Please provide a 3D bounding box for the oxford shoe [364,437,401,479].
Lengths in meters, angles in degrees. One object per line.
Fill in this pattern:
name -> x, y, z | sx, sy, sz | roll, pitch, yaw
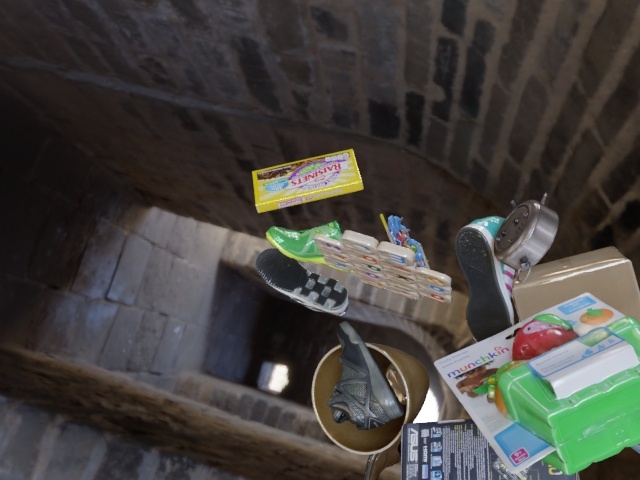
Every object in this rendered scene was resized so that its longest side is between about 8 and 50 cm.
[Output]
oxford shoe -> 0.183, 0.604, 1.853 | 0.083, 0.096, 0.227 | -48, 158, -71

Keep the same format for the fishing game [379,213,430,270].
fishing game -> 0.221, 0.018, 1.608 | 0.264, 0.041, 0.189 | 34, 33, -54

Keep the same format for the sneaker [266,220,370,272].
sneaker -> 0.000, 0.000, 1.767 | 0.109, 0.295, 0.124 | -124, -132, -74

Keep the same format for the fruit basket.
fruit basket -> 0.378, 0.197, 1.076 | 0.353, 0.326, 0.166 | -117, -177, -68

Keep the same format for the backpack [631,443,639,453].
backpack -> 0.967, 0.505, 1.866 | 0.191, 0.253, 0.225 | -44, 160, -39

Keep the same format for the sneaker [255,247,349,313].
sneaker -> -0.059, 0.145, 2.074 | 0.122, 0.330, 0.146 | -53, 158, -17

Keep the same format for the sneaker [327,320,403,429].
sneaker -> 0.055, 0.263, 1.277 | 0.228, 0.130, 0.087 | 63, 4, 36

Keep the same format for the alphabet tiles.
alphabet tiles -> 0.127, 0.054, 1.321 | 0.284, 0.277, 0.021 | 63, 48, -66

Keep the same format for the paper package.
paper package -> 0.716, 0.206, 1.861 | 0.168, 0.324, 0.310 | -50, 122, -75

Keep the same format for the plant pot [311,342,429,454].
plant pot -> 0.148, 0.341, 1.525 | 0.254, 0.237, 0.237 | 5, 102, -57

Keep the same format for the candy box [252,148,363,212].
candy box -> -0.027, -0.116, 1.284 | 0.027, 0.205, 0.105 | 76, 2, -47

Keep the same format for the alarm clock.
alarm clock -> 0.369, 0.002, 1.213 | 0.129, 0.064, 0.192 | -52, -164, 43

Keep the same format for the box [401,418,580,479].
box -> 0.298, 0.508, 1.169 | 0.097, 0.318, 0.395 | 55, 31, -42

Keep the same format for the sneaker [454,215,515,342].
sneaker -> 0.380, 0.075, 1.411 | 0.178, 0.123, 0.296 | -31, 116, -39
